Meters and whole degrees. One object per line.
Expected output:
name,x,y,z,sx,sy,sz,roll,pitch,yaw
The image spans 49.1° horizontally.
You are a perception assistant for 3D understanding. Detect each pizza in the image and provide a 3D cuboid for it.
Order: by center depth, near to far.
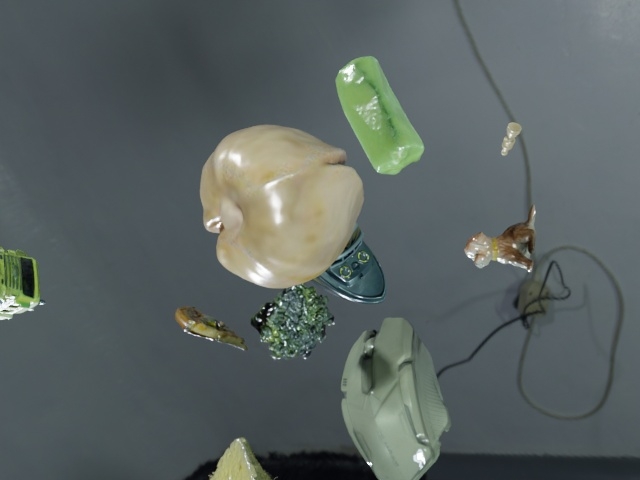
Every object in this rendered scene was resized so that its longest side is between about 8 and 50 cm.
pizza,-0.233,0.188,1.496,0.176,0.185,0.036,26,90,3

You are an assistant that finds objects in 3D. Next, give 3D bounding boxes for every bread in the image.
bread,-0.086,0.364,0.967,0.147,0.127,0.152,-120,38,-48

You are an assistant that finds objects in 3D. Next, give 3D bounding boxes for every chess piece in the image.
chess piece,0.480,-0.254,1.781,0.035,0.035,0.092,26,141,14

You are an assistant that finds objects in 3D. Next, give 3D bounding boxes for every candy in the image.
candy,0.154,-0.339,1.899,0.142,0.132,0.343,-46,58,44

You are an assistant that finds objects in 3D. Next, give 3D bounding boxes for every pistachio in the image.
pistachio,-0.049,-0.051,0.961,0.230,0.309,0.230,-1,88,16

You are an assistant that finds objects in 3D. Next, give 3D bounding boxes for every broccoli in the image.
broccoli,-0.047,0.164,1.537,0.145,0.304,0.165,41,93,2

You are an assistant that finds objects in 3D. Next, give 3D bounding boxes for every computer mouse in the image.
computer mouse,0.152,0.352,1.619,0.228,0.429,0.145,-33,129,24

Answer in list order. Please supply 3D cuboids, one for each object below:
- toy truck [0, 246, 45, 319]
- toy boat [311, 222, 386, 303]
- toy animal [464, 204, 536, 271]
toy truck,-0.411,0.071,0.855,0.169,0.100,0.077,-25,66,25
toy boat,-0.001,-0.003,1.174,0.296,0.114,0.122,43,152,15
toy animal,0.491,-0.011,1.911,0.185,0.104,0.184,4,86,16
